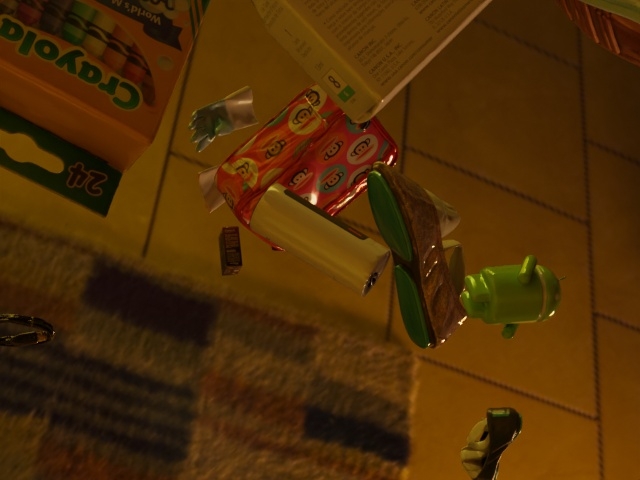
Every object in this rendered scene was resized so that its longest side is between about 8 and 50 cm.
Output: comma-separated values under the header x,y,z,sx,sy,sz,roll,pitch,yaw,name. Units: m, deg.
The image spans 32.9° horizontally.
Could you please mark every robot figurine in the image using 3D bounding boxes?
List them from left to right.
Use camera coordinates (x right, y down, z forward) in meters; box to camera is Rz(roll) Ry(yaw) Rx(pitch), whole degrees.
x,y,z,sx,sy,sz,roll,pitch,yaw,name
0.220,0.061,1.229,0.115,0.101,0.067,-2,38,-11,robot figurine

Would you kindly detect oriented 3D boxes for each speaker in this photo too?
x,y,z,sx,sy,sz,roll,pitch,yaw,name
0.000,0.000,1.066,0.136,0.055,0.055,31,47,14,speaker

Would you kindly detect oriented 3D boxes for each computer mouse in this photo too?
x,y,z,sx,sy,sz,roll,pitch,yaw,name
-0.447,0.138,1.325,0.242,0.071,0.041,-13,41,-4,computer mouse

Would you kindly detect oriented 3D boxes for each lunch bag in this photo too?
x,y,z,sx,sy,sz,roll,pitch,yaw,name
-0.015,-0.119,1.880,0.120,0.293,0.258,53,7,32,lunch bag

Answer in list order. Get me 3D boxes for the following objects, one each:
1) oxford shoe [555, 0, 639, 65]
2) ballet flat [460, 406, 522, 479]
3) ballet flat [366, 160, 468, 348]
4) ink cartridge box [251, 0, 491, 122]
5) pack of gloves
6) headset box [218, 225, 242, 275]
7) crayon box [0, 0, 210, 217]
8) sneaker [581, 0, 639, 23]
x,y,z,sx,sy,sz,roll,pitch,yaw,name
0.354,-0.267,1.147,0.397,0.146,0.140,47,7,19,oxford shoe
0.267,0.341,1.773,0.074,0.203,0.074,8,43,-8,ballet flat
0.142,0.007,1.481,0.106,0.316,0.107,-28,39,-16,ballet flat
0.012,-0.214,0.692,0.225,0.056,0.181,46,68,-2,ink cartridge box
-0.169,-0.187,2.157,0.232,0.046,0.195,-37,116,-51,pack of gloves
-0.164,0.016,1.964,0.032,0.062,0.083,-4,74,-14,headset box
-0.230,-0.210,1.053,0.203,0.083,0.323,28,59,-20,crayon box
0.384,-0.216,0.966,0.366,0.150,0.135,26,61,2,sneaker
